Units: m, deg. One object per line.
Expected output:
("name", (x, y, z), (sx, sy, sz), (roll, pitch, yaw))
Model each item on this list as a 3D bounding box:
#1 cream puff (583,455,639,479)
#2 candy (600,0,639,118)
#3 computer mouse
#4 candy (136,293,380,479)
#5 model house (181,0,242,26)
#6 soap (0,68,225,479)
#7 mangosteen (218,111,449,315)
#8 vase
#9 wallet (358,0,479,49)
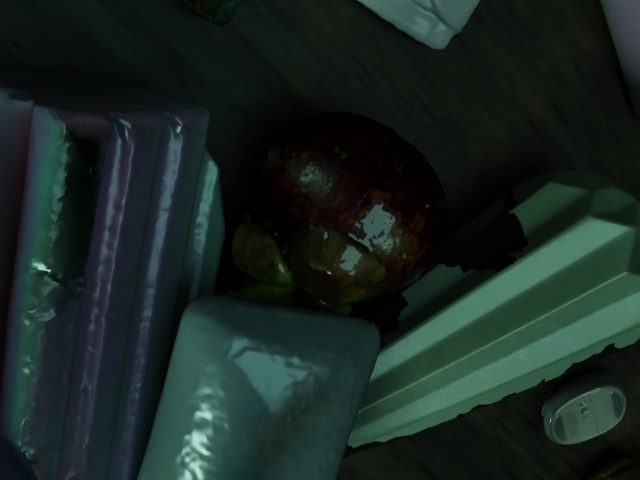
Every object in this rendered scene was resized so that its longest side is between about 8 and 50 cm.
("cream puff", (0.335, 0.300, 0.881), (0.144, 0.103, 0.126), (-7, 109, -27))
("candy", (0.308, -0.212, 0.663), (0.116, 0.155, 0.265), (-35, 118, -12))
("computer mouse", (0.266, 0.167, 0.844), (0.096, 0.039, 0.066), (-21, 114, -6))
("candy", (-0.043, 0.124, 0.557), (0.138, 0.071, 0.174), (11, 107, -19))
("model house", (-0.092, -0.200, 0.532), (0.100, 0.101, 0.087), (23, 100, -26))
("soap", (-0.159, 0.059, 0.545), (0.193, 0.109, 0.323), (-21, 125, -64))
("mangosteen", (0.012, 0.000, 0.612), (0.146, 0.156, 0.181), (22, 81, -11))
("vase", (0.104, 0.082, 0.690), (0.360, 0.165, 0.165), (-30, 117, -6))
("wallet", (0.095, -0.248, 0.633), (0.124, 0.032, 0.182), (25, 98, -25))
